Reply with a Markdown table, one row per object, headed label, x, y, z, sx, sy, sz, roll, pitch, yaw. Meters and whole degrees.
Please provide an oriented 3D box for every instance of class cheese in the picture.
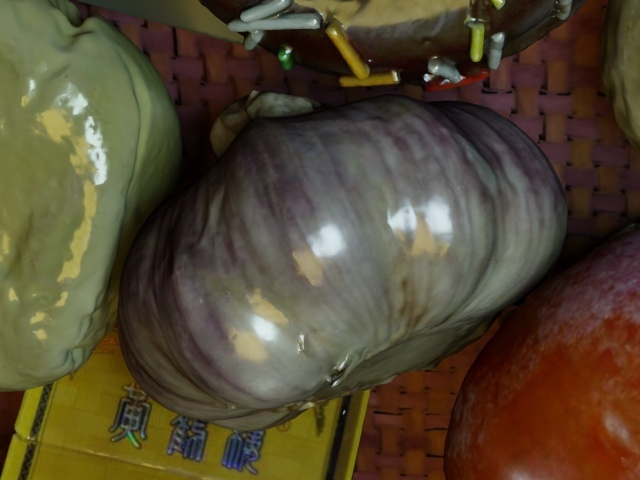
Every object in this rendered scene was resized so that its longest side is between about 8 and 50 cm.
| label | x | y | z | sx | sy | sz | roll | pitch | yaw |
| --- | --- | --- | --- | --- | --- | --- | --- | --- | --- |
| cheese | -0.190 | -0.034 | 0.942 | 0.214 | 0.117 | 0.226 | 25 | 104 | 7 |

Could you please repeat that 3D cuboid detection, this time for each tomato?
| label | x | y | z | sx | sy | sz | roll | pitch | yaw |
| --- | --- | --- | --- | --- | --- | --- | --- | --- | --- |
| tomato | 0.176 | 0.106 | 0.847 | 0.232 | 0.188 | 0.232 | -15 | 129 | -19 |

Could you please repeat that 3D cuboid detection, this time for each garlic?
| label | x | y | z | sx | sy | sz | roll | pitch | yaw |
| --- | --- | --- | --- | --- | --- | --- | --- | --- | --- |
| garlic | 0.000 | 0.000 | 0.911 | 0.245 | 0.245 | 0.160 | -35 | 76 | 25 |

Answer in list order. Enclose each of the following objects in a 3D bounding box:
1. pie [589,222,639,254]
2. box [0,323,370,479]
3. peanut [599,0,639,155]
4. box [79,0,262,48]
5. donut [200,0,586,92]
| label | x | y | z | sx | sy | sz | roll | pitch | yaw |
| --- | --- | --- | --- | --- | --- | --- | --- | --- | --- |
| pie | 0.277 | 0.101 | 0.999 | 0.339 | 0.083 | 0.339 | 3 | 123 | 5 |
| box | -0.093 | 0.196 | 0.990 | 0.193 | 0.301 | 0.084 | 13 | 157 | 0 |
| peanut | 0.239 | -0.162 | 0.812 | 0.153 | 0.140 | 0.325 | 46 | 122 | 20 |
| box | -0.070 | -0.157 | 0.926 | 0.126 | 0.031 | 0.091 | 14 | 121 | 1 |
| donut | 0.028 | -0.196 | 0.818 | 0.270 | 0.103 | 0.269 | 3 | 105 | 11 |
